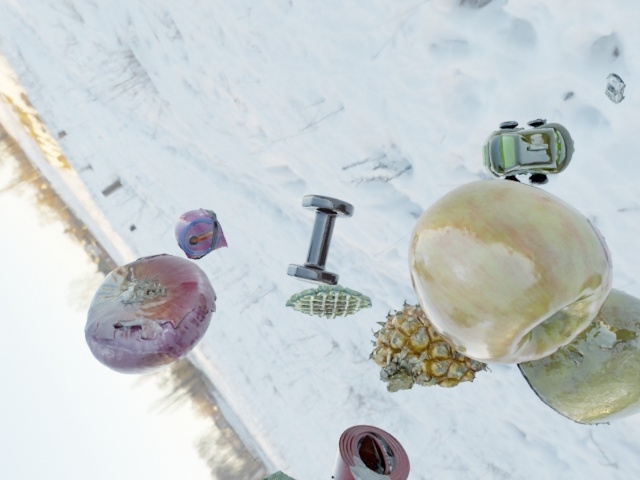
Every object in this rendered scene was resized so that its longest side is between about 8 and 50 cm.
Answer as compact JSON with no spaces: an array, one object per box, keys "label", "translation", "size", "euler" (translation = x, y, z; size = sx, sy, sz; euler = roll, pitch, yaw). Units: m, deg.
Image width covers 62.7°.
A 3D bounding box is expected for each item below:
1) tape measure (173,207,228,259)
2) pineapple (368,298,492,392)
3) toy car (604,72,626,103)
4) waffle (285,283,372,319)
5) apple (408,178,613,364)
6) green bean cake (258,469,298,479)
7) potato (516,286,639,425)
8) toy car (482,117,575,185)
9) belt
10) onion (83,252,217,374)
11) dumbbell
[{"label":"tape measure","translation":[-0.301,-0.014,1.304],"size":[0.074,0.118,0.125],"euler":[38,145,53]},{"label":"pineapple","translation":[0.264,0.272,1.441],"size":[0.344,0.286,0.208],"euler":[6,103,38]},{"label":"toy car","translation":[0.624,-0.322,1.116],"size":[0.041,0.025,0.093],"euler":[57,-165,28]},{"label":"waffle","translation":[0.039,0.240,2.049],"size":[0.292,0.056,0.309],"euler":[-26,143,38]},{"label":"apple","translation":[0.373,0.058,1.094],"size":[0.346,0.392,0.391],"euler":[55,166,39]},{"label":"green bean cake","translation":[-0.097,0.595,1.031],"size":[0.247,0.250,0.156],"euler":[7,101,50]},{"label":"potato","translation":[0.774,0.265,1.424],"size":[0.319,0.442,0.385],"euler":[-48,35,40]},{"label":"toy car","translation":[0.622,-0.264,1.550],"size":[0.198,0.248,0.204],"euler":[-44,-50,-85]},{"label":"belt","translation":[0.152,0.702,1.611],"size":[0.324,0.227,0.115],"euler":[-91,11,-77]},{"label":"onion","translation":[-0.439,0.211,1.407],"size":[0.348,0.348,0.285],"euler":[39,158,39]},{"label":"dumbbell","translation":[0.000,0.000,1.337],"size":[0.124,0.225,0.140],"euler":[15,174,-27]}]
